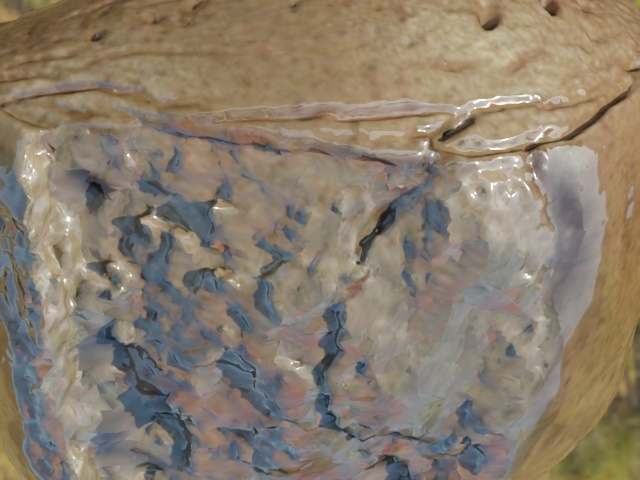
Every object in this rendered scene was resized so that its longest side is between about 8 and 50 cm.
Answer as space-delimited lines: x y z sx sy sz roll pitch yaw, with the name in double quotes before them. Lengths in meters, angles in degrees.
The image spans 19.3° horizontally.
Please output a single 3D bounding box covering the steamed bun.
"steamed bun" 0.000 0.000 0.451 0.175 0.106 0.144 -6 138 -11
